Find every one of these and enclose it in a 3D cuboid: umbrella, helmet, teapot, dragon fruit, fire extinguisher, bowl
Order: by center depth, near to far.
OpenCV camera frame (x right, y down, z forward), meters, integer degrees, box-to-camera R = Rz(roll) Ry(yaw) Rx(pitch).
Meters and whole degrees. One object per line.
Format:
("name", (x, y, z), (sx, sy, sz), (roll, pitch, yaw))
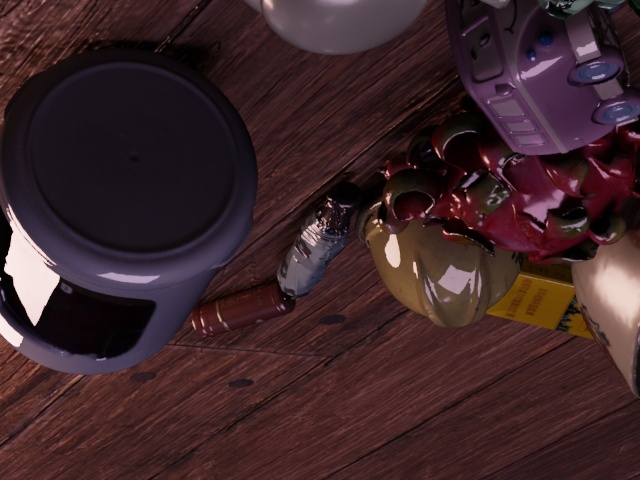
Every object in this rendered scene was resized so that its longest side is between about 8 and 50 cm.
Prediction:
("teapot", (0.005, -0.247, 1.428), (0.220, 0.149, 0.318), (-17, 157, 18))
("dragon fruit", (0.192, -0.077, 1.872), (0.272, 0.198, 0.218), (10, -169, 13))
("bowl", (0.361, -0.012, 2.027), (0.157, 0.337, 0.337), (28, 171, 25))
("helmet", (0.147, 0.029, 2.101), (0.204, 0.137, 0.257), (-8, 166, 9))
("umbrella", (0.002, -0.001, 2.136), (0.053, 0.052, 0.250), (-47, 175, -30))
("fire extinguisher", (-0.078, 0.079, 2.321), (0.157, 0.045, 0.078), (-19, -177, 23))

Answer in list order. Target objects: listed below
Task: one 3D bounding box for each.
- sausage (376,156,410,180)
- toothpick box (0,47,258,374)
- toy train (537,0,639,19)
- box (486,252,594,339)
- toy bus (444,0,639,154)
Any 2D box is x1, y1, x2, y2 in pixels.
("sausage", (0.166, -0.075, 2.044), (0.223, 0.029, 0.029), (0, 156, -18))
("toothpick box", (-0.205, -0.015, 1.828), (0.263, 0.263, 0.355), (0, 157, -17))
("toy train", (0.239, -0.274, 1.388), (0.132, 0.188, 0.243), (3, 156, -34))
("box", (0.347, 0.082, 2.352), (0.279, 0.041, 0.153), (13, 156, 1))
("toy bus", (0.199, -0.173, 1.678), (0.142, 0.142, 0.202), (-15, 157, 16))
